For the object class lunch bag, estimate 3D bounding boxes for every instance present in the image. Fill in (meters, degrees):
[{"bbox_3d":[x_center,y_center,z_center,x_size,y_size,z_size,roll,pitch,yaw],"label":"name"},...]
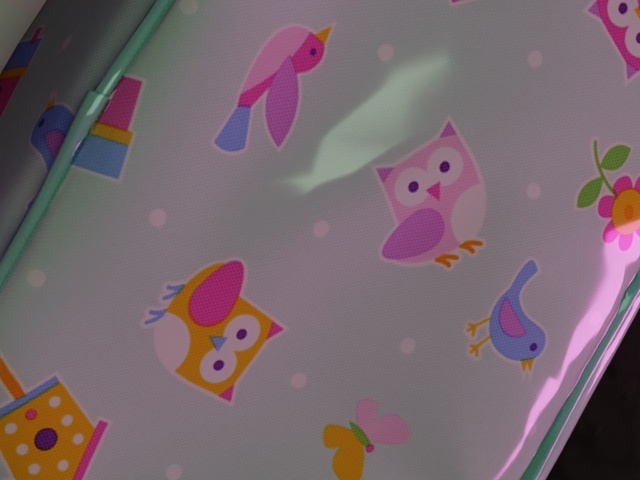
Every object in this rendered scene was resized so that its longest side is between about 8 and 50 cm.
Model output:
[{"bbox_3d":[0.000,0.000,0.529,0.224,0.108,0.279,30,91,-28],"label":"lunch bag"}]

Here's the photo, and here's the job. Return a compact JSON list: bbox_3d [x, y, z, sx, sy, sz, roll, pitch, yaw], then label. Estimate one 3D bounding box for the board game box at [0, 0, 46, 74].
[{"bbox_3d":[-0.008,-0.200,0.650,0.390,0.050,0.390,27,66,-24],"label":"board game box"}]
